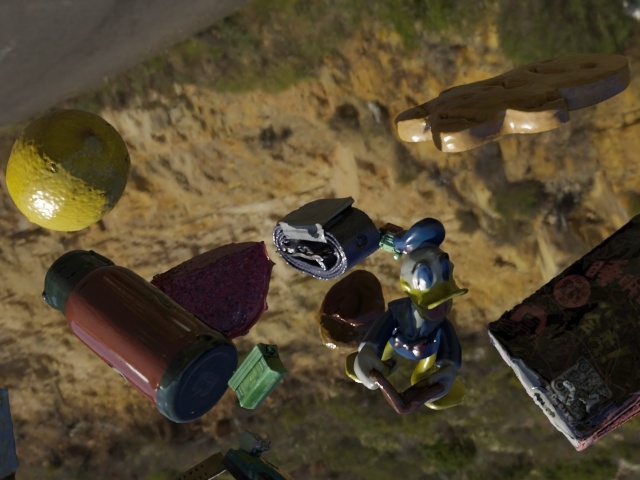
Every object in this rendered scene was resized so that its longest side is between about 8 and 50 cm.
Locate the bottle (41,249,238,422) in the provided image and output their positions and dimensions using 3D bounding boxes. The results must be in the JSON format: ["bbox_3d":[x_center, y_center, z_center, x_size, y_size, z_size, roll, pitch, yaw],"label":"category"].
[{"bbox_3d":[-0.288,0.128,1.361,0.336,0.144,0.144,31,-141,28],"label":"bottle"}]

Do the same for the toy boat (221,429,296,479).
[{"bbox_3d":[-0.066,0.519,1.878,0.092,0.299,0.134,-53,156,-2],"label":"toy boat"}]

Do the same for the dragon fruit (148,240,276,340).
[{"bbox_3d":[-0.210,0.113,1.676,0.274,0.161,0.126,-25,-168,-14],"label":"dragon fruit"}]

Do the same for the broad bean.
[{"bbox_3d":[0.080,0.181,2.308,0.228,0.156,0.122,-59,-179,-27],"label":"broad bean"}]

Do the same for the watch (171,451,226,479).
[{"bbox_3d":[-0.295,0.589,1.967,0.268,0.165,0.102,-32,-139,-8],"label":"watch"}]

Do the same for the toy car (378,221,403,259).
[{"bbox_3d":[0.161,0.001,2.068,0.073,0.054,0.143,20,170,7],"label":"toy car"}]

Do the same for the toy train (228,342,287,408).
[{"bbox_3d":[-0.085,0.186,1.231,0.038,0.056,0.093,14,123,-43],"label":"toy train"}]

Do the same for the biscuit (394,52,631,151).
[{"bbox_3d":[0.290,-0.215,1.323,0.355,0.052,0.275,-21,-158,-14],"label":"biscuit"}]

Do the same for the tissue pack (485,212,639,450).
[{"bbox_3d":[0.456,0.140,1.395,0.332,0.245,0.123,-36,155,-1],"label":"tissue pack"}]

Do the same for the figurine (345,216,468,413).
[{"bbox_3d":[0.122,0.120,1.321,0.205,0.338,0.283,11,-149,13],"label":"figurine"}]

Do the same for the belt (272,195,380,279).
[{"bbox_3d":[0.000,0.000,1.752,0.126,0.139,0.230,-32,-159,-30],"label":"belt"}]

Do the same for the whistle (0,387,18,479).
[{"bbox_3d":[-0.710,0.509,1.862,0.188,0.404,0.168,29,-167,13],"label":"whistle"}]

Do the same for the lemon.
[{"bbox_3d":[-0.662,-0.186,2.378,0.336,0.336,0.336,-19,-170,4],"label":"lemon"}]
